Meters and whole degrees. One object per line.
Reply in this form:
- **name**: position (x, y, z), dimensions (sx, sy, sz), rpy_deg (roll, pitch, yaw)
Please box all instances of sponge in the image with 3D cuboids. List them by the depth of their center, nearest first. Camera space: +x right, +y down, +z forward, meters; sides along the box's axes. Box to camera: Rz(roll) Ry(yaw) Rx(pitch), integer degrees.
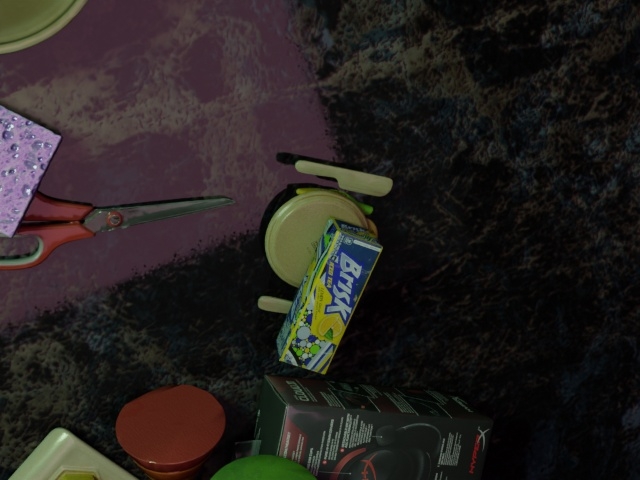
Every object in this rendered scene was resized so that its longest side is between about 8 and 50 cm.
- **sponge**: position (-0.377, -0.101, 0.940), dimensions (0.210, 0.031, 0.117), rpy_deg (28, 88, -15)

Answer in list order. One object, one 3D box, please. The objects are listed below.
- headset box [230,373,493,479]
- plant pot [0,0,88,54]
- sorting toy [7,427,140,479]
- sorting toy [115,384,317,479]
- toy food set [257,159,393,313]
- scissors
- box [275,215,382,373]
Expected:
- **headset box**: position (0.034, 0.286, 1.123), dimensions (0.293, 0.110, 0.218), rpy_deg (8, 99, -19)
- **plant pot**: position (-0.324, -0.293, 0.888), dimensions (0.237, 0.110, 0.237), rpy_deg (-3, 101, -17)
- **sorting toy**: position (-0.279, 0.342, 1.072), dimensions (0.208, 0.038, 0.193), rpy_deg (43, 87, -21)
- **sorting toy**: position (-0.079, 0.302, 1.007), dimensions (0.127, 0.365, 0.126), rpy_deg (-29, 138, -38)
- **toy food set**: position (0.000, 0.000, 1.097), dimensions (0.132, 0.038, 0.192), rpy_deg (13, 108, -15)
- **scissors**: position (-0.243, -0.013, 1.023), dimensions (0.297, 0.021, 0.109), rpy_deg (6, 97, -20)
- **box**: position (0.008, 0.062, 1.071), dimensions (0.059, 0.054, 0.169), rpy_deg (19, 107, -16)
